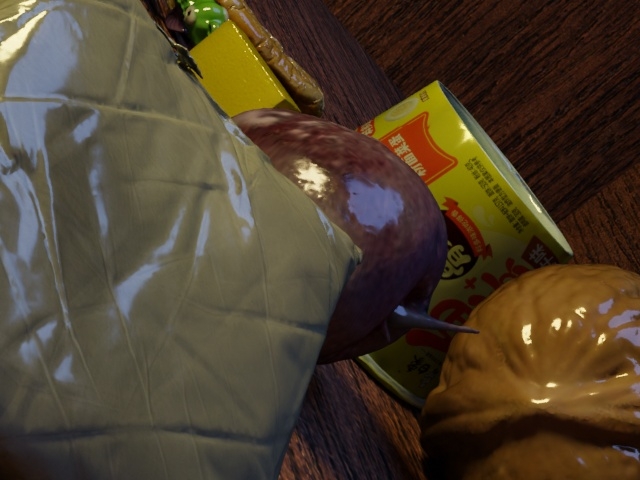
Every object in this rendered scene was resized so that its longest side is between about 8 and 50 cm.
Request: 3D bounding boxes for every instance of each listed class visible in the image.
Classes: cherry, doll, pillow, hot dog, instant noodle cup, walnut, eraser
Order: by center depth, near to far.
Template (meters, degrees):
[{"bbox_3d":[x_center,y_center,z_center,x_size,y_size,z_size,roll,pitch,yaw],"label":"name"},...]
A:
[{"bbox_3d":[-0.100,0.018,0.695,0.281,0.076,0.274,49,43,-30],"label":"pillow"},{"bbox_3d":[0.000,0.000,1.102,0.266,0.184,0.213,39,-1,17],"label":"cherry"},{"bbox_3d":[0.240,0.171,1.269,0.333,0.333,0.333,49,12,-14],"label":"walnut"},{"bbox_3d":[-0.092,-0.148,1.408,0.122,0.097,0.045,56,12,26],"label":"eraser"},{"bbox_3d":[0.104,-0.010,1.436,0.311,0.221,0.311,49,11,-13],"label":"instant noodle cup"},{"bbox_3d":[-0.143,-0.279,1.582,0.050,0.115,0.190,6,36,-26],"label":"doll"},{"bbox_3d":[-0.088,-0.223,1.690,0.242,0.084,0.073,49,11,-21],"label":"hot dog"}]
